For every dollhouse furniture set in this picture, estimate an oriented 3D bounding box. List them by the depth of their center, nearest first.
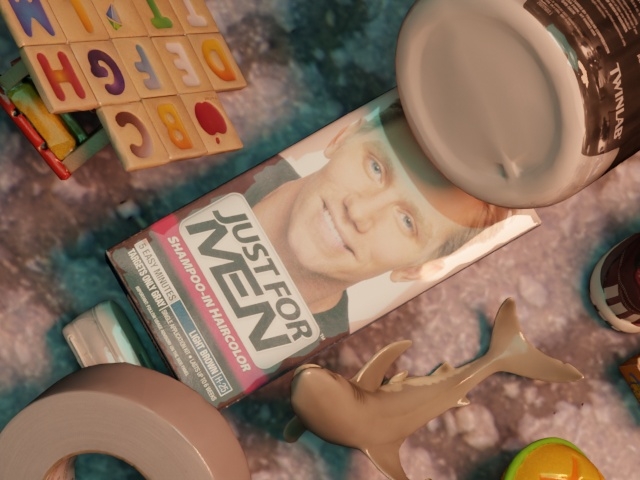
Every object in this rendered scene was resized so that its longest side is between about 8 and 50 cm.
[{"bbox_3d":[-0.330,-0.208,1.405,0.152,0.201,0.374,-36,101,4],"label":"dollhouse furniture set"}]

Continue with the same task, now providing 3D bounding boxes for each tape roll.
[{"bbox_3d":[-0.171,0.217,1.394,0.219,0.072,0.219,5,107,15],"label":"tape roll"}]

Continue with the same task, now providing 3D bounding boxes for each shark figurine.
[{"bbox_3d":[0.083,0.158,1.456,0.278,0.166,0.116,-9,57,-32],"label":"shark figurine"}]

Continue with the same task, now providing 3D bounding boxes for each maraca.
[{"bbox_3d":[0.217,0.266,1.467,0.127,0.099,0.186,-23,97,-32],"label":"maraca"}]

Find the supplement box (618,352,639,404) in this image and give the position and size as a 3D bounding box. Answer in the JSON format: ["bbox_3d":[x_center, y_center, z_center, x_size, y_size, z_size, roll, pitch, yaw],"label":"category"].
[{"bbox_3d":[0.394,0.089,1.514,0.233,0.080,0.078,-28,87,-9],"label":"supplement box"}]

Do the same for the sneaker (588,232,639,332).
[{"bbox_3d":[0.374,-0.022,1.477,0.281,0.162,0.106,-45,91,-8],"label":"sneaker"}]

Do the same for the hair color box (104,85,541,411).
[{"bbox_3d":[0.000,0.000,1.466,0.347,0.105,0.174,-30,89,-8],"label":"hair color box"}]

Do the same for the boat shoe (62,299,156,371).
[{"bbox_3d":[-0.171,0.146,1.458,0.063,0.066,0.184,-27,90,6],"label":"boat shoe"}]

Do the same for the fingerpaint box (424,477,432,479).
[{"bbox_3d":[0.041,0.486,1.352,0.445,0.163,0.371,-39,71,-8],"label":"fingerpaint box"}]

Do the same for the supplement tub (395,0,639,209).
[{"bbox_3d":[0.241,-0.179,1.406,0.338,0.207,0.207,-31,88,-38],"label":"supplement tub"}]

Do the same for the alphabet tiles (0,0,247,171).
[{"bbox_3d":[-0.187,-0.219,1.393,0.011,0.285,0.343,-30,83,29],"label":"alphabet tiles"}]
